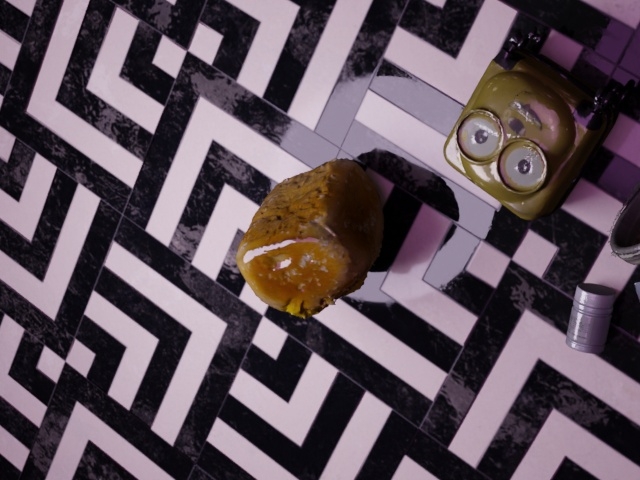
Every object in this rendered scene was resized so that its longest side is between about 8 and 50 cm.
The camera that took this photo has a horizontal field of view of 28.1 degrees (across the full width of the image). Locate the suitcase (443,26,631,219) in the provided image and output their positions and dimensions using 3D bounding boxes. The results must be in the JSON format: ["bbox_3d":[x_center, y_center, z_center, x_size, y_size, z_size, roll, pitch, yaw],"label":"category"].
[{"bbox_3d":[0.297,-0.158,1.822,0.194,0.143,0.235,38,117,18],"label":"suitcase"}]

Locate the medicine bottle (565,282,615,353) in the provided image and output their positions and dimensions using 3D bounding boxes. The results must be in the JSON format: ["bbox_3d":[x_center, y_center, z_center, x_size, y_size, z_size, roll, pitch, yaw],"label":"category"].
[{"bbox_3d":[0.395,0.114,1.870,0.058,0.058,0.091,17,108,26],"label":"medicine bottle"}]

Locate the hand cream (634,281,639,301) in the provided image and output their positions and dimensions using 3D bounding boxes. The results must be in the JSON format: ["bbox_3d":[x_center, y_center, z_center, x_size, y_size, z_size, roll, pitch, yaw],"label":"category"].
[{"bbox_3d":[0.591,0.084,1.757,0.320,0.067,0.109,-14,94,36],"label":"hand cream"}]

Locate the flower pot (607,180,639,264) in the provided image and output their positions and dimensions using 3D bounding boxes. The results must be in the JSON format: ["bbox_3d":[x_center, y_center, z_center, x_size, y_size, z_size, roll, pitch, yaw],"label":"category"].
[{"bbox_3d":[0.509,-0.023,1.704,0.140,0.235,0.235,45,121,-10],"label":"flower pot"}]

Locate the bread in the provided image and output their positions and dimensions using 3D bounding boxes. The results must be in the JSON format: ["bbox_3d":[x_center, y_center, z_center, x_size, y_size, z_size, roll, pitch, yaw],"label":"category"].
[{"bbox_3d":[0.000,0.000,1.988,0.195,0.246,0.176,-19,117,27],"label":"bread"}]
